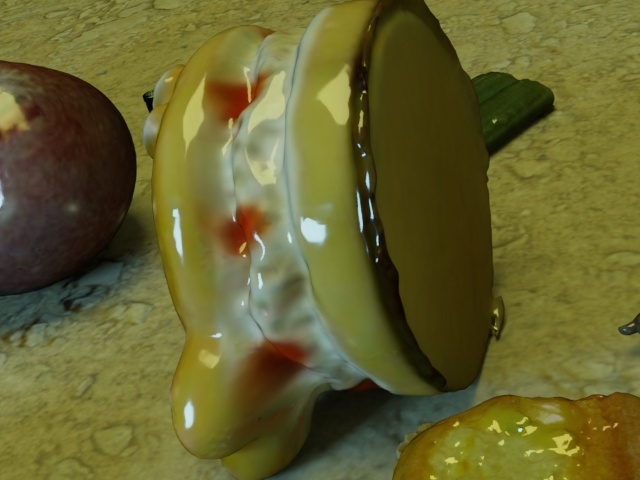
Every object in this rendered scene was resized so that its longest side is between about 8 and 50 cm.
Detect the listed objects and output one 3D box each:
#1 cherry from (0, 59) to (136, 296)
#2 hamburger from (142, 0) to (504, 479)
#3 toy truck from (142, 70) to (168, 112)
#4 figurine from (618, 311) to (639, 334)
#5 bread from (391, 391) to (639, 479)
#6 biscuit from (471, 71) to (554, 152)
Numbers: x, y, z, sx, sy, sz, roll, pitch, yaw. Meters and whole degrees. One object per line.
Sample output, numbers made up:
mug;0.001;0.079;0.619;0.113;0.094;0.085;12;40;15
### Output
cherry;-0.283;-0.054;1.062;0.236;0.213;0.285;14;9;7
hamburger;0.000;0.000;0.786;0.186;0.261;0.303;-12;69;22
toy truck;-0.156;-0.162;1.358;0.054;0.049;0.083;-1;32;26
figurine;0.282;0.011;0.732;0.205;0.103;0.260;-11;18;8
bread;0.101;0.180;0.509;0.152;0.119;0.288;-6;28;11
biscuit;0.076;-0.071;1.071;0.322;0.038;0.099;-34;35;-29
